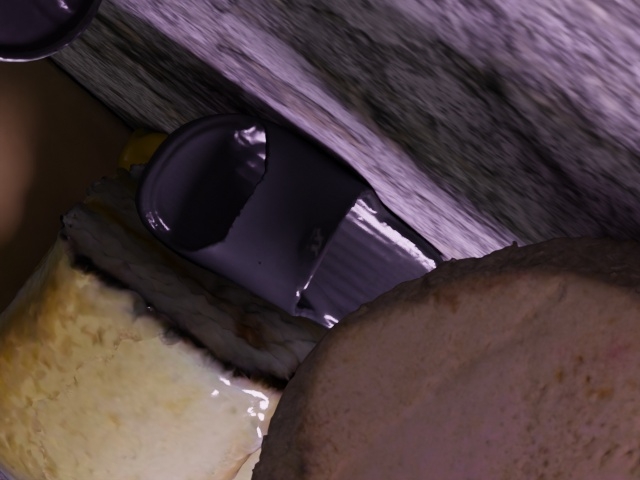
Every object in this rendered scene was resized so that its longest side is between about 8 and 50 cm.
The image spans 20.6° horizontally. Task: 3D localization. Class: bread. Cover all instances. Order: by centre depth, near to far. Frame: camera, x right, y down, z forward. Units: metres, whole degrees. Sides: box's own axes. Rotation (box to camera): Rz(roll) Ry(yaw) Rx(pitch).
[{"bbox_3d":[-0.116,0.105,1.297,0.239,0.264,0.395,43,-161,11],"label":"bread"}]

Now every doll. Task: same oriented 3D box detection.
[{"bbox_3d":[-0.131,-0.050,1.621,0.135,0.072,0.113,23,174,44],"label":"doll"}]

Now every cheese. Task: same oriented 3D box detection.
[{"bbox_3d":[-0.296,-0.046,1.709,0.104,0.384,0.384,20,163,48],"label":"cheese"}]

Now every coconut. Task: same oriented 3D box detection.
[{"bbox_3d":[0.132,0.172,0.859,0.297,0.297,0.309,32,172,30],"label":"coconut"}]

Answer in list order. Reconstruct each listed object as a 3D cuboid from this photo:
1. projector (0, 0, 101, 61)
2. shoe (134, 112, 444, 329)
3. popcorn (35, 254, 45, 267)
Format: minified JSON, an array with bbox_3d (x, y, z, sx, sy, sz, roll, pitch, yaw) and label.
[{"bbox_3d":[-0.244,-0.188,1.045,0.108,0.108,0.337,41,171,-37],"label":"projector"},{"bbox_3d":[0.000,0.000,1.150,0.241,0.108,0.093,32,174,-26],"label":"shoe"},{"bbox_3d":[-0.196,0.114,1.606,0.225,0.276,0.276,43,173,2],"label":"popcorn"}]
